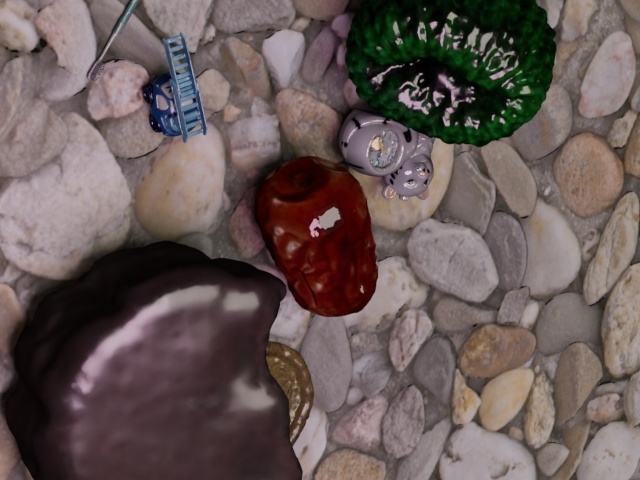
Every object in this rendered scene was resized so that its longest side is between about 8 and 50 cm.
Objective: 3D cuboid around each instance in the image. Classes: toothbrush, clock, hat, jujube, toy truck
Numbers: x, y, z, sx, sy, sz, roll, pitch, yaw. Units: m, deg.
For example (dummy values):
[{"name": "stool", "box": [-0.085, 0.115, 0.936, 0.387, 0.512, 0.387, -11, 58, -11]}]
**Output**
[{"name": "toothbrush", "box": [-0.241, -0.268, 1.816, 0.167, 0.014, 0.011, -61, 145, -6]}, {"name": "clock", "box": [0.096, -0.116, 2.063, 0.176, 0.080, 0.117, 6, 100, -39]}, {"name": "hat", "box": [0.194, -0.295, 2.018, 0.274, 0.242, 0.332, 32, 44, -7]}, {"name": "jujube", "box": [0.000, 0.000, 1.983, 0.155, 0.155, 0.230, -32, 124, -25]}, {"name": "toy truck", "box": [-0.183, -0.193, 1.842, 0.063, 0.074, 0.136, -25, 115, -28]}]

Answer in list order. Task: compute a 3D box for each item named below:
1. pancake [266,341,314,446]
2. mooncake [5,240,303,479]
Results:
[{"name": "pancake", "box": [-0.092, 0.232, 2.061, 0.199, 0.021, 0.199, -9, 107, -33]}, {"name": "mooncake", "box": [-0.205, 0.192, 1.847, 0.350, 0.212, 0.381, 1, 105, -31]}]
